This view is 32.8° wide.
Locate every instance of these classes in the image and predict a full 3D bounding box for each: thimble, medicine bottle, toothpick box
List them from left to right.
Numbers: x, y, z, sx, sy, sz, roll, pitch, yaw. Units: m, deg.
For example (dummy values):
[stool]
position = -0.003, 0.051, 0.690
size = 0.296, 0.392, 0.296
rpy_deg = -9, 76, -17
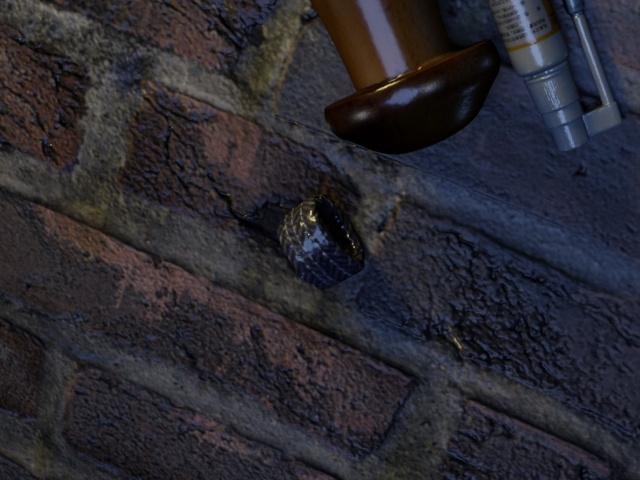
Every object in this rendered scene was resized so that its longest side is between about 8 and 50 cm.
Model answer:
[thimble]
position = 0.001, 0.002, 1.278
size = 0.066, 0.095, 0.104
rpy_deg = -32, 84, 23
[toothpick box]
position = 0.061, -0.236, 1.122
size = 0.192, 0.192, 0.294
rpy_deg = -20, 97, 24
[medicine bottle]
position = 0.242, -0.206, 1.143
size = 0.092, 0.061, 0.220
rpy_deg = -23, 103, 5
